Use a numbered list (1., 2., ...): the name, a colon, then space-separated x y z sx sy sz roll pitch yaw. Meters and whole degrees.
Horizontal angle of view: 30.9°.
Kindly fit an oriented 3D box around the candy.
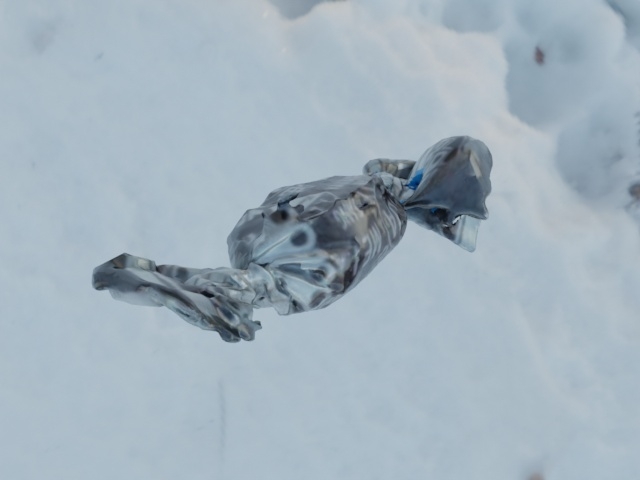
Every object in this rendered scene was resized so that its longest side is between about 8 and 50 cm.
1. candy: 0.000 -0.001 0.470 0.226 0.094 0.051 -24 104 -57
